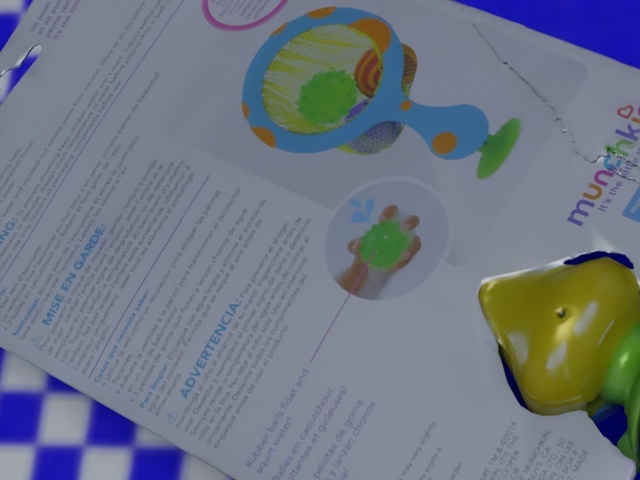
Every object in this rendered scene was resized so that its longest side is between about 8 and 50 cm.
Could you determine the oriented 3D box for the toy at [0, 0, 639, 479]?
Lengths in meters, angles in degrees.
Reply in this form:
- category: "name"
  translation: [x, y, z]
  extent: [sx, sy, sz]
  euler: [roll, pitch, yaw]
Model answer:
- category: "toy"
  translation: [0.000, 0.000, 0.516]
  extent: [0.237, 0.056, 0.137]
  euler: [24, 75, 36]
